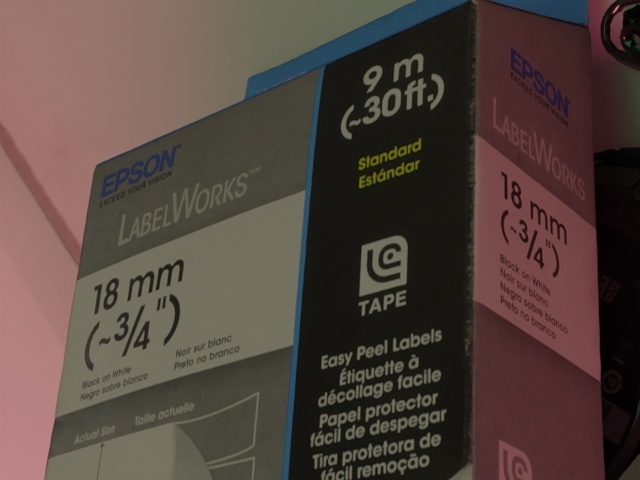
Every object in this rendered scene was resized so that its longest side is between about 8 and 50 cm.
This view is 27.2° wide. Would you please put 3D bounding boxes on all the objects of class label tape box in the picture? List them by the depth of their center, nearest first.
[{"bbox_3d":[0.000,0.000,0.609,0.241,0.106,0.333,-19,54,36],"label":"label tape box"}]

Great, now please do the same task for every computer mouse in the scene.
[{"bbox_3d":[0.178,0.027,0.604,0.184,0.060,0.262,25,98,37],"label":"computer mouse"}]
